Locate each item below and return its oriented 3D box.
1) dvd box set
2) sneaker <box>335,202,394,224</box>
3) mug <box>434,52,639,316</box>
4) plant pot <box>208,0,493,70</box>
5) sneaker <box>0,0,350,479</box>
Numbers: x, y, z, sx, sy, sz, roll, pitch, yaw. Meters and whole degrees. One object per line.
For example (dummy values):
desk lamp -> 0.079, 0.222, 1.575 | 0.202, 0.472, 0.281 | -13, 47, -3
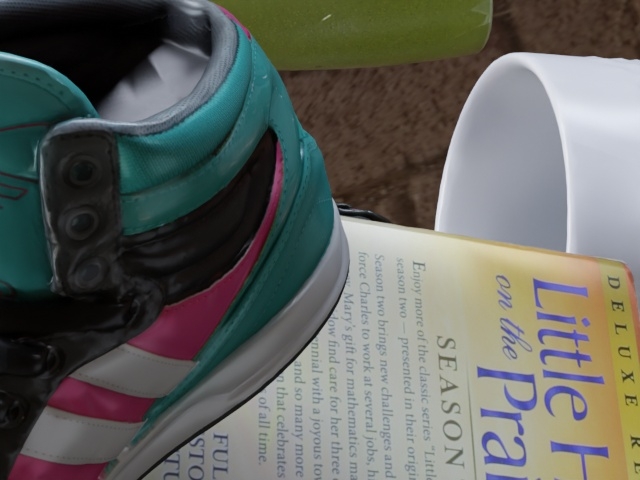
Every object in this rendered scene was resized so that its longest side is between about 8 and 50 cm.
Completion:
dvd box set -> -0.054, 0.121, 0.563 | 0.421, 0.062, 0.307 | 8, 60, -19
sneaker -> 0.000, 0.000, 0.727 | 0.178, 0.077, 0.072 | 26, 65, -4
mug -> 0.286, 0.004, 0.969 | 0.328, 0.374, 0.276 | 3, 73, -13
plant pot -> -0.025, -0.268, 1.344 | 0.294, 0.275, 0.274 | -17, 92, -6
sneaker -> -0.104, 0.024, 0.416 | 0.124, 0.178, 0.295 | 20, 53, 31
